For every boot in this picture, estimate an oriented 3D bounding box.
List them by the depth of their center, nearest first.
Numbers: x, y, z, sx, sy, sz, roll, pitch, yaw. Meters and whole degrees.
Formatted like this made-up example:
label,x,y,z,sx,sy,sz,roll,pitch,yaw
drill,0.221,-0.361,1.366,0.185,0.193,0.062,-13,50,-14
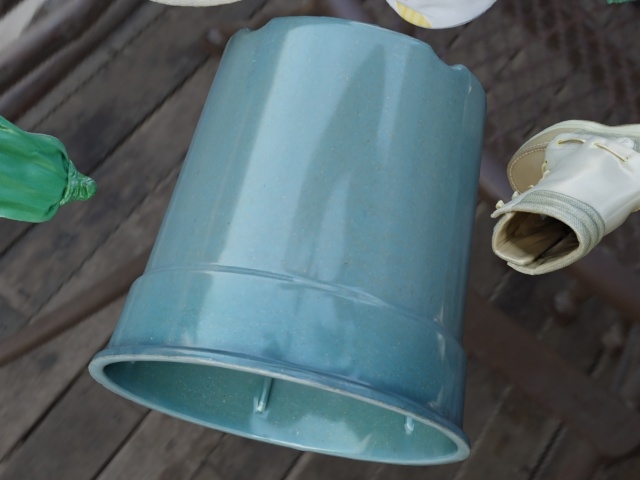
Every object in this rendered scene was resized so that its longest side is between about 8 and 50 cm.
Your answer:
label,x,y,z,sx,sy,sz,roll,pitch,yaw
boot,0.201,-0.036,1.342,0.165,0.213,0.077,-35,109,-29

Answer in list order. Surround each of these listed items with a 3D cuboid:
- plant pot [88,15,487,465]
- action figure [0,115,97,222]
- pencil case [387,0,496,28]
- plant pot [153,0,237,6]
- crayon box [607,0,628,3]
label,x,y,z,sx,sy,sz,roll,pitch,yaw
plant pot,0.000,0.000,1.399,0.341,0.341,0.334,19,72,-18
action figure,-0.308,-0.072,1.364,0.232,0.063,0.137,16,85,-21
pencil case,0.040,-0.257,1.112,0.273,0.124,0.114,33,34,-50
plant pot,-0.081,-0.417,1.415,0.334,0.334,0.305,39,30,-2
crayon box,0.305,-0.269,0.994,0.081,0.278,0.165,-28,103,-70
